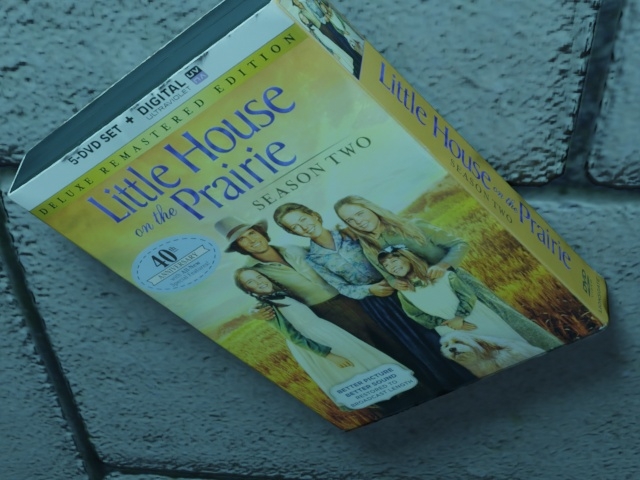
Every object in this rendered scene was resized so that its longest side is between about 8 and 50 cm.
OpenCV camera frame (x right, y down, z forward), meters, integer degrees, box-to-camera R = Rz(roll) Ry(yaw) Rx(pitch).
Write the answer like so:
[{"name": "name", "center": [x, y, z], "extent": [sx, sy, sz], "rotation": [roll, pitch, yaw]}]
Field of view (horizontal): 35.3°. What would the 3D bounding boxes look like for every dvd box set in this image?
[{"name": "dvd box set", "center": [0.000, 0.000, 0.846], "extent": [0.308, 0.062, 0.420], "rotation": [-28, 127, 32]}]
